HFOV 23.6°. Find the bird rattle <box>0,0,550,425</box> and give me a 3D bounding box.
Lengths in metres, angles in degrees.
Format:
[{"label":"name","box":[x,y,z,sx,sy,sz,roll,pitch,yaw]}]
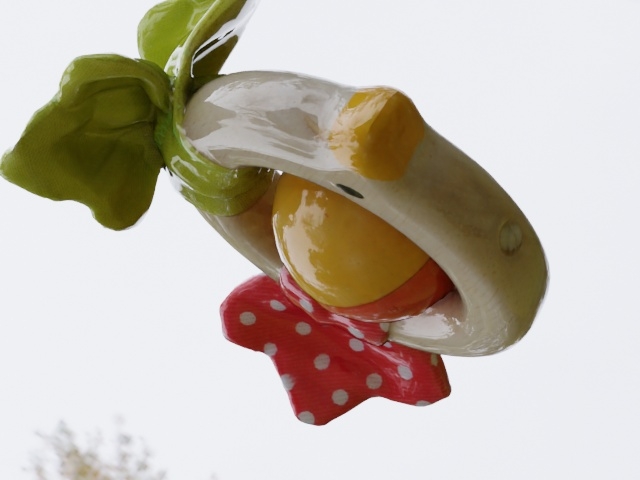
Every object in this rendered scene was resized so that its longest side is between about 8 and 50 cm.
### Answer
[{"label":"bird rattle","box":[0.000,0.000,0.634,0.143,0.207,0.253,-50,-55,-23]}]
